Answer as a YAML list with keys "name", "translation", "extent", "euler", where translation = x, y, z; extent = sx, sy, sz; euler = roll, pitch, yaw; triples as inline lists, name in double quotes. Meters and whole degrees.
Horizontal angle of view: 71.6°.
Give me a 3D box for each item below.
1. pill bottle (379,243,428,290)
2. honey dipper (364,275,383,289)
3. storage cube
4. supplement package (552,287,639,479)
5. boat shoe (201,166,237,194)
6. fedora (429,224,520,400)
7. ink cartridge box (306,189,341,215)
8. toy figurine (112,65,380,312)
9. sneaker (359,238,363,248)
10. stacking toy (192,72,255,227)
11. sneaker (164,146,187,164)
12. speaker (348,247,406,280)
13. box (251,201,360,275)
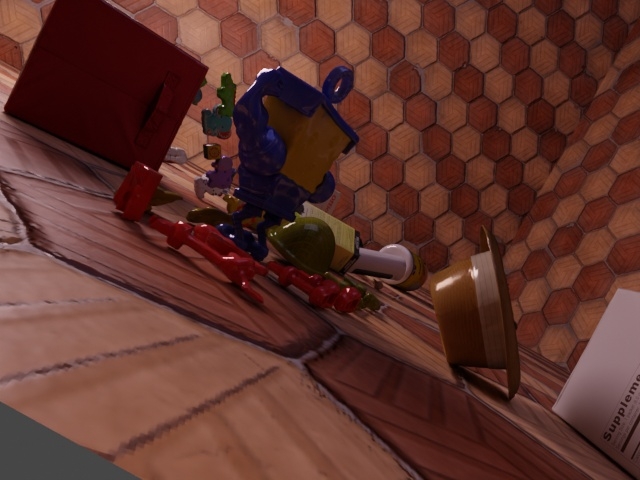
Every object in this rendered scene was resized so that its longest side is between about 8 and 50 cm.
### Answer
- name: "pill bottle"
  translation: [0.252, 0.088, 1.340]
  extent: [0.117, 0.117, 0.215]
  euler: [30, 3, 32]
- name: "honey dipper"
  translation: [0.098, 0.072, 0.976]
  extent: [0.030, 0.031, 0.160]
  euler: [28, 4, -24]
- name: "storage cube"
  translation: [-0.310, -0.225, 0.653]
  extent: [0.193, 0.184, 0.215]
  euler: [25, 4, -34]
- name: "supplement package"
  translation: [0.397, 0.179, 0.397]
  extent: [0.177, 0.175, 0.293]
  euler: [27, 3, -3]
- name: "boat shoe"
  translation: [-0.304, -0.199, 1.358]
  extent: [0.065, 0.083, 0.183]
  euler: [27, 3, -35]
- name: "fedora"
  translation: [0.168, 0.078, 0.496]
  extent: [0.079, 0.195, 0.194]
  euler: [-8, -10, 17]
- name: "ink cartridge box"
  translation: [-0.094, -0.132, 1.329]
  extent: [0.232, 0.171, 0.168]
  euler: [26, 3, -35]
- name: "toy figurine"
  translation: [0.002, -0.064, 0.468]
  extent: [0.191, 0.217, 0.362]
  euler: [30, 3, 27]
- name: "sneaker"
  translation: [0.000, 0.000, 1.084]
  extent: [0.234, 0.084, 0.097]
  euler: [28, -22, -35]
- name: "stacking toy"
  translation: [-0.157, -0.147, 0.698]
  extent: [0.052, 0.221, 0.167]
  euler: [-12, 25, -29]
- name: "sneaker"
  translation: [-0.447, -0.245, 1.238]
  extent: [0.064, 0.061, 0.158]
  euler: [0, -13, 26]
- name: "speaker"
  translation: [0.108, 0.047, 0.912]
  extent: [0.136, 0.055, 0.055]
  euler: [11, 10, -27]
- name: "box"
  translation: [-0.038, -0.029, 0.805]
  extent: [0.232, 0.058, 0.087]
  euler: [28, 34, -15]
